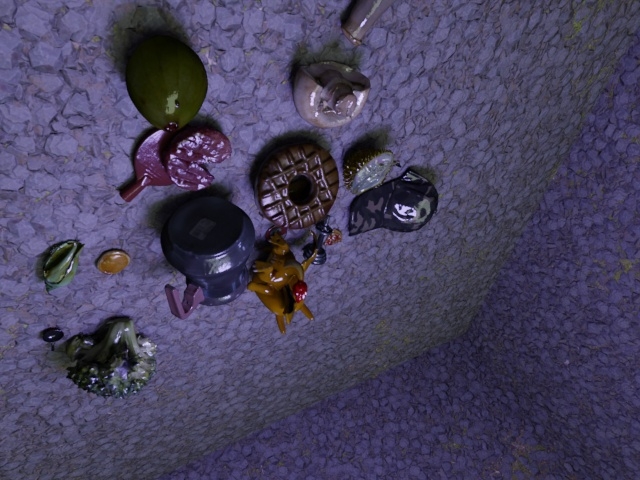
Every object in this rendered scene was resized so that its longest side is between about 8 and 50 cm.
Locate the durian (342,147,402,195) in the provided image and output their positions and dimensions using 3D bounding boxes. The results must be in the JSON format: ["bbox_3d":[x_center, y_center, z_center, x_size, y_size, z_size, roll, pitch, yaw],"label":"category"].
[{"bbox_3d":[0.187,-0.291,1.776,0.237,0.138,0.194,-18,137,-18],"label":"durian"}]

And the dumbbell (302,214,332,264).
[{"bbox_3d":[0.000,0.000,1.990,0.110,0.110,0.255,-4,128,-35],"label":"dumbbell"}]

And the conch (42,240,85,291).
[{"bbox_3d":[-0.826,0.087,1.450,0.094,0.079,0.201,15,104,-32],"label":"conch"}]

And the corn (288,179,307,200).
[{"bbox_3d":[-0.114,-0.181,1.719,0.207,0.068,0.068,-16,140,-25],"label":"corn"}]

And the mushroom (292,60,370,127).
[{"bbox_3d":[0.033,-0.438,1.443,0.253,0.195,0.189,-10,141,-26],"label":"mushroom"}]

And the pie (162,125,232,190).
[{"bbox_3d":[-0.376,-0.254,1.400,0.218,0.054,0.204,-42,146,7],"label":"pie"}]

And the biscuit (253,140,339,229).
[{"bbox_3d":[-0.080,-0.193,1.629,0.331,0.103,0.332,-12,116,-26],"label":"biscuit"}]

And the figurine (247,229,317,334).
[{"bbox_3d":[-0.156,0.186,1.857,0.267,0.401,0.387,4,144,3],"label":"figurine"}]

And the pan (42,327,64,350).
[{"bbox_3d":[-0.980,0.360,1.671,0.068,0.023,0.115,-3,130,-37],"label":"pan"}]

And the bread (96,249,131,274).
[{"bbox_3d":[-0.709,0.075,1.568,0.110,0.024,0.110,-21,142,-18],"label":"bread"}]

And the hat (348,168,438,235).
[{"bbox_3d":[0.324,-0.106,2.051,0.381,0.257,0.366,-38,147,-30],"label":"hat"}]

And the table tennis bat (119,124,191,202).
[{"bbox_3d":[-0.488,-0.230,1.392,0.310,0.038,0.200,-40,143,6],"label":"table tennis bat"}]

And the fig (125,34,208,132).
[{"bbox_3d":[-0.381,-0.384,1.156,0.202,0.225,0.203,-14,161,-5],"label":"fig"}]

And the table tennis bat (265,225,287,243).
[{"bbox_3d":[-0.182,-0.008,1.903,0.098,0.019,0.155,-23,139,-17],"label":"table tennis bat"}]

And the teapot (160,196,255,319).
[{"bbox_3d":[-0.392,0.078,1.577,0.376,0.305,0.362,-57,164,-32],"label":"teapot"}]

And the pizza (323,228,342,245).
[{"bbox_3d":[0.071,-0.007,2.092,0.099,0.029,0.100,10,125,-46],"label":"pizza"}]

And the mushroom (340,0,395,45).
[{"bbox_3d":[0.155,-0.696,1.337,0.096,0.108,0.247,38,105,-11],"label":"mushroom"}]

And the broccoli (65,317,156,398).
[{"bbox_3d":[-0.769,0.445,1.755,0.347,0.293,0.281,-2,95,-51],"label":"broccoli"}]
